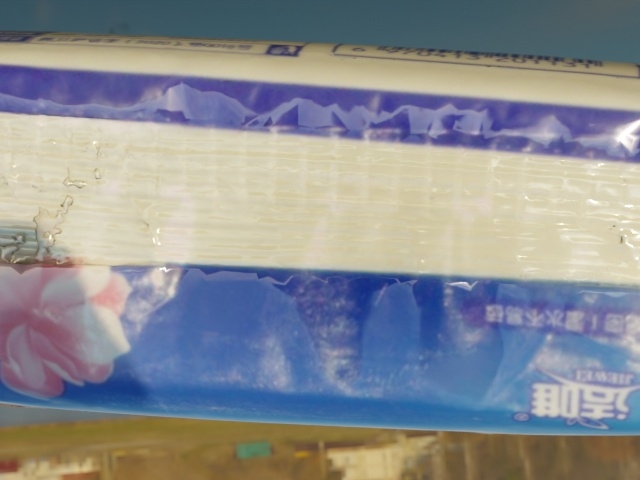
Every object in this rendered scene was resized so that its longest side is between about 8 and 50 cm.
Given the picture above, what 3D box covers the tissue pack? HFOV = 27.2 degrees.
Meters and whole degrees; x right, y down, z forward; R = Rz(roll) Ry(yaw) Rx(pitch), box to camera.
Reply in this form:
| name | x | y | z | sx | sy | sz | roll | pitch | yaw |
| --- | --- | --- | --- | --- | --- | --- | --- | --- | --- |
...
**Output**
| name | x | y | z | sx | sy | sz | roll | pitch | yaw |
| --- | --- | --- | --- | --- | --- | --- | --- | --- | --- |
| tissue pack | 0.000 | 0.000 | 0.484 | 0.269 | 0.137 | 0.209 | 5 | -179 | 7 |
